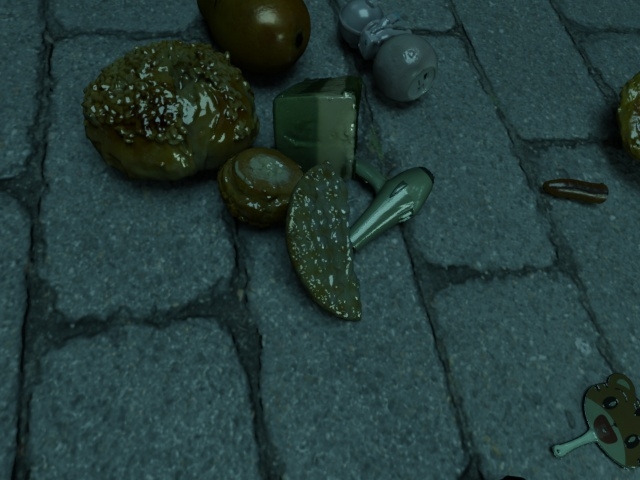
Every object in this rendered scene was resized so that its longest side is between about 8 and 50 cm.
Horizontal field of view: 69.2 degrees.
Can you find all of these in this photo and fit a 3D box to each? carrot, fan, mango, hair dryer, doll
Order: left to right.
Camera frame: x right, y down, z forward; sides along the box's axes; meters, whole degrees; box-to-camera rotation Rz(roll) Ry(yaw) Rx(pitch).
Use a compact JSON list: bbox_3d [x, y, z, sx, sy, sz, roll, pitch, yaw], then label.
[{"bbox_3d":[-0.149,-0.488,1.007,0.211,0.173,0.317,-31,61,-17],"label":"mango"},{"bbox_3d":[0.084,-0.080,0.906,0.224,0.088,0.219,22,65,16],"label":"hair dryer"},{"bbox_3d":[0.140,-0.444,1.054,0.150,0.151,0.287,-28,68,-22],"label":"doll"},{"bbox_3d":[0.554,-0.114,1.017,0.139,0.048,0.048,10,62,-4],"label":"carrot"},{"bbox_3d":[0.491,0.331,0.804,0.226,0.008,0.153,-14,68,-18],"label":"fan"}]

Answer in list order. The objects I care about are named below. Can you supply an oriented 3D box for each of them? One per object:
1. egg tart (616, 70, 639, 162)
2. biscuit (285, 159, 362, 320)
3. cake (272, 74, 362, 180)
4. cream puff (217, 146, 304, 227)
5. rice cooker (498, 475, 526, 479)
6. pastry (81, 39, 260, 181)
[{"bbox_3d":[0.848,-0.271,1.061,0.339,0.153,0.352,36,75,24],"label":"egg tart"},{"bbox_3d":[-0.001,0.000,0.797,0.141,0.038,0.290,-2,82,-39],"label":"biscuit"},{"bbox_3d":[0.006,-0.283,0.911,0.157,0.172,0.284,5,60,8],"label":"cake"},{"bbox_3d":[-0.106,-0.091,0.839,0.165,0.115,0.150,30,48,-6],"label":"cream puff"},{"bbox_3d":[0.270,0.424,0.658,0.165,0.112,0.106,-37,81,-24],"label":"rice cooker"},{"bbox_3d":[-0.272,-0.250,0.843,0.315,0.184,0.285,-11,60,-14],"label":"pastry"}]
